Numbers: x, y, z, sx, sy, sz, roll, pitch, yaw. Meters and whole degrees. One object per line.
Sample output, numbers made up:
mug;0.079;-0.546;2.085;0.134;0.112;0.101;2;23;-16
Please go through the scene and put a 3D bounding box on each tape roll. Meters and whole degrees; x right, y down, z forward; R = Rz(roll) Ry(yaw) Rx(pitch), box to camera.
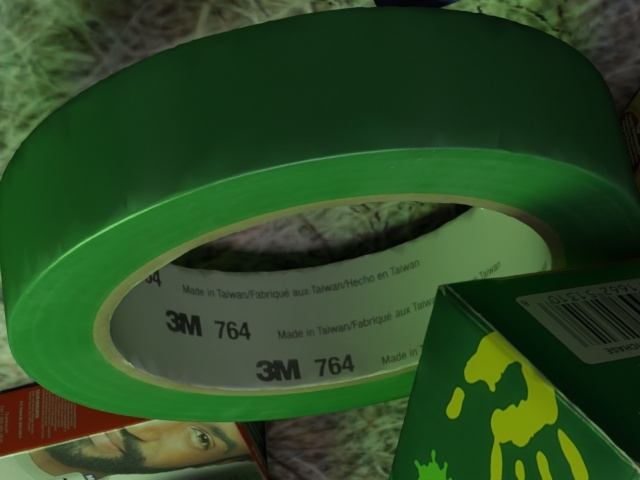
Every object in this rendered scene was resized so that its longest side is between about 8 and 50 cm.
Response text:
tape roll;0.000;0.000;0.913;0.321;0.077;0.321;-8;155;-4

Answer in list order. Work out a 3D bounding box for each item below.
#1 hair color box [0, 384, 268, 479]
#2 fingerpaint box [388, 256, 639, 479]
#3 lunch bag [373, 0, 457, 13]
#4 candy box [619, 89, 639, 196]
hair color box;-0.126;0.126;1.121;0.167;0.053;0.093;-15;137;8
fingerpaint box;0.245;0.191;0.979;0.445;0.163;0.371;-6;124;-32
lunch bag;0.060;-0.148;0.823;0.098;0.067;0.065;-24;104;17
candy box;0.194;-0.007;1.015;0.109;0.053;0.186;12;133;-18
